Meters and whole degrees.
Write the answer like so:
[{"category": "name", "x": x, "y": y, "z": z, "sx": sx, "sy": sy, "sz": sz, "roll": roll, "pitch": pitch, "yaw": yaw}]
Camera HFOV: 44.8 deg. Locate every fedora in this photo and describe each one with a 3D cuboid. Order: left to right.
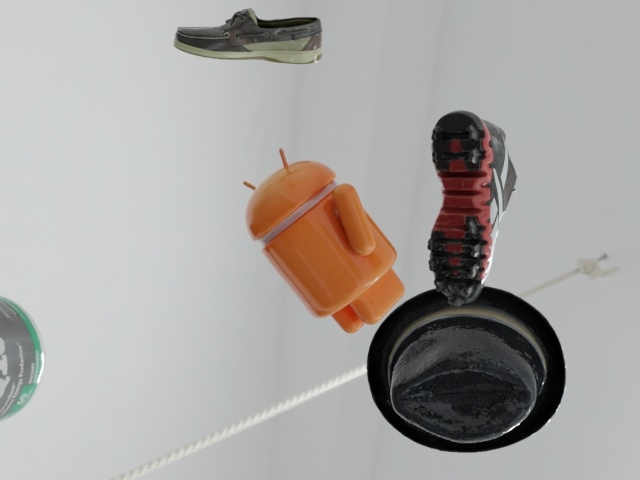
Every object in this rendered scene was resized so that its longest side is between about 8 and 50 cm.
[{"category": "fedora", "x": 0.232, "y": 0.231, "z": 1.269, "sx": 0.334, "sy": 0.152, "sz": 0.333, "roll": 2, "pitch": -80, "yaw": 12}]

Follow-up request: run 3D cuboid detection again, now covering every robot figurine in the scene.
[{"category": "robot figurine", "x": 0.001, "y": -0.001, "z": 0.889, "sx": 0.219, "sy": 0.128, "sz": 0.158, "roll": 51, "pitch": 2, "yaw": -3}]

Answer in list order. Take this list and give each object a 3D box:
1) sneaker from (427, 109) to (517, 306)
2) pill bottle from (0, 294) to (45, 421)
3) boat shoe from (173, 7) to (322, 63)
[{"category": "sneaker", "x": 0.221, "y": -0.046, "z": 1.109, "sx": 0.098, "sy": 0.135, "sz": 0.275, "roll": 8, "pitch": -78, "yaw": 41}, {"category": "pill bottle", "x": -0.543, "y": 0.174, "z": 1.020, "sx": 0.361, "sy": 0.204, "sz": 0.204, "roll": 7, "pitch": 62, "yaw": -79}, {"category": "boat shoe", "x": -0.106, "y": -0.311, "z": 1.159, "sx": 0.080, "sy": 0.224, "sz": 0.073, "roll": -101, "pitch": -164, "yaw": -59}]
